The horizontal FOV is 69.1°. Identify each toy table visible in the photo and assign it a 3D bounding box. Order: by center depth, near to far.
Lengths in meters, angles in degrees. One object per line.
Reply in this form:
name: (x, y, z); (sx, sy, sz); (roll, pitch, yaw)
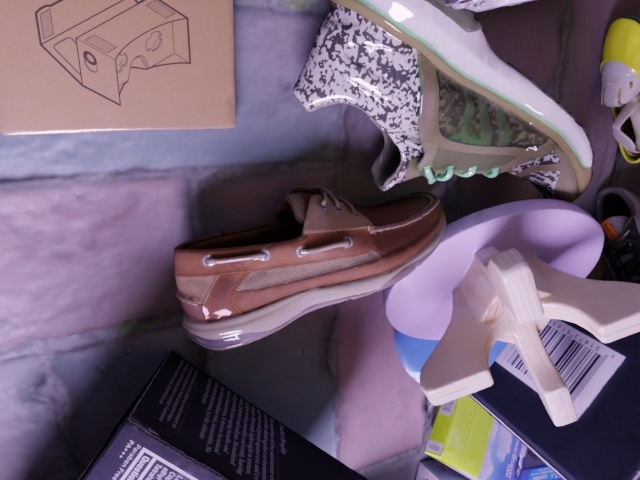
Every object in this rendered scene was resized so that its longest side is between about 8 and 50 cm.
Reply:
toy table: (0.217, 0.079, 0.534); (0.274, 0.161, 0.252); (-35, 118, 17)

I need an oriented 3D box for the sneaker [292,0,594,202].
sneaker: (0.136, -0.126, 0.527); (0.410, 0.158, 0.182); (29, 108, -27)

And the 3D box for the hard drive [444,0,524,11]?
hard drive: (0.260, -0.247, 0.383); (0.339, 0.236, 0.064); (-41, 127, -52)

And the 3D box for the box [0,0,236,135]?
box: (-0.174, -0.178, 0.404); (0.201, 0.021, 0.165); (-7, 111, -25)

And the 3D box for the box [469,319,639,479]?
box: (0.428, 0.258, 0.703); (0.395, 0.293, 0.212); (37, 90, -31)

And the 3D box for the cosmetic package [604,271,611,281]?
cosmetic package: (0.721, 0.031, 0.824); (0.365, 0.197, 0.155); (-6, 111, -23)

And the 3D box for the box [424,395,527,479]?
box: (0.257, 0.330, 0.752); (0.178, 0.042, 0.109); (37, 65, -21)

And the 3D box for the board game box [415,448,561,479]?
board game box: (0.287, 0.548, 0.853); (0.318, 0.066, 0.319); (6, 99, -28)

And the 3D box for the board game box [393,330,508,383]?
board game box: (0.189, 0.132, 0.668); (0.133, 0.033, 0.169); (37, 91, 1)

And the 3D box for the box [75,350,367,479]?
box: (-0.131, 0.332, 0.469); (0.294, 0.183, 0.296); (37, 90, -8)

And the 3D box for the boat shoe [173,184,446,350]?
boat shoe: (0.000, 0.000, 0.500); (0.324, 0.123, 0.117); (-23, 110, -23)

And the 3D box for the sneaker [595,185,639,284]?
sneaker: (0.470, 0.031, 0.702); (0.107, 0.100, 0.272); (26, 50, -20)

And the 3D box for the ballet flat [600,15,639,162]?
ballet flat: (0.451, -0.204, 0.675); (0.077, 0.077, 0.231); (-43, 123, -1)
